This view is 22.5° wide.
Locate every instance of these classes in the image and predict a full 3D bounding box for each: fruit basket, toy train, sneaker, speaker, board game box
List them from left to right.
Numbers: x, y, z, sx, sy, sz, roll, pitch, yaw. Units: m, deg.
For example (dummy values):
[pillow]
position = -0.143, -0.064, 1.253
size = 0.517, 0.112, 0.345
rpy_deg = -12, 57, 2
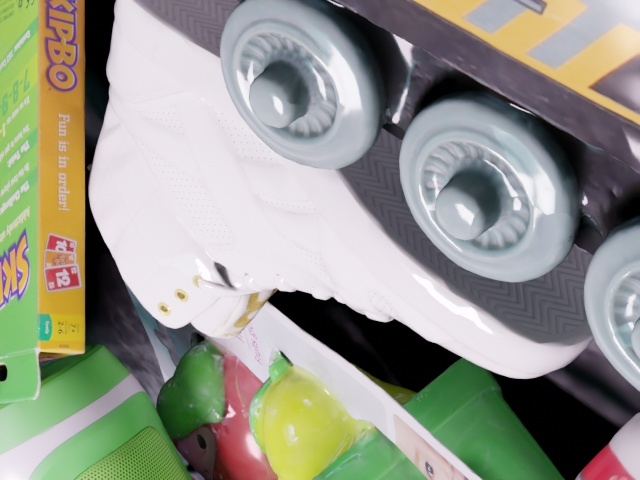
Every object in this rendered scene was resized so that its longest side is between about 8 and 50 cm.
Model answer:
[board game box]
position = -0.168, -0.039, 0.886
size = 0.039, 0.259, 0.124
rpy_deg = 7, 168, -32
[speaker]
position = -0.103, 0.213, 0.935
size = 0.131, 0.131, 0.296
rpy_deg = -21, 99, 58
[fruit basket]
position = -0.007, 0.152, 0.964
size = 0.353, 0.165, 0.327
rpy_deg = 31, 150, 31
[sneaker]
position = 0.000, 0.000, 0.788
size = 0.292, 0.108, 0.169
rpy_deg = 41, 134, 24
[toy train]
position = 0.098, -0.081, 0.584
size = 0.334, 0.142, 0.190
rpy_deg = 33, 136, 22

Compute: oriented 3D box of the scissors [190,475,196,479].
[scissors]
position = -0.096, 0.168, 1.135
size = 0.109, 0.021, 0.297
rpy_deg = 59, 175, -15

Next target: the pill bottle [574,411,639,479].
[pill bottle]
position = 0.109, 0.248, 0.730
size = 0.176, 0.318, 0.176
rpy_deg = 40, -174, -5

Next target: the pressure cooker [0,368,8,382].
[pressure cooker]
position = -0.381, 0.058, 1.080
size = 0.370, 0.420, 0.375
rpy_deg = 49, 135, 35
